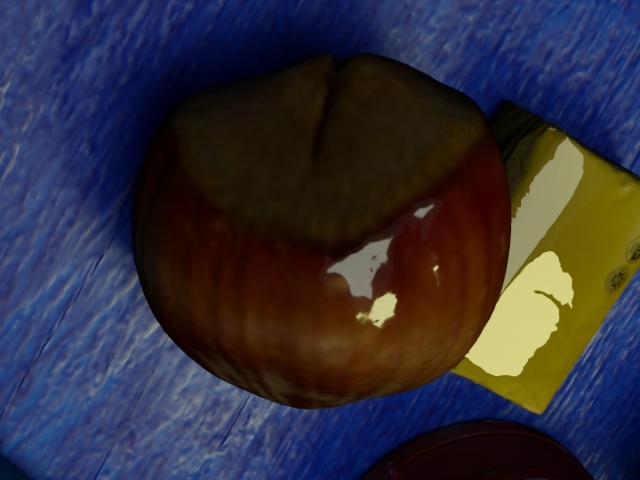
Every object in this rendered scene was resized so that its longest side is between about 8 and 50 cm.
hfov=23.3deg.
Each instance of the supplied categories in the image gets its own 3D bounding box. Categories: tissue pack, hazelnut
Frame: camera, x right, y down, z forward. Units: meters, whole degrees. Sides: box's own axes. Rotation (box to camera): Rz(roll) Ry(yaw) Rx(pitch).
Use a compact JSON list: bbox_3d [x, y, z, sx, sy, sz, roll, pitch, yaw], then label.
[{"bbox_3d":[0.129,0.012,0.978,0.120,0.082,0.169,27,103,-27],"label":"tissue pack"},{"bbox_3d":[0.000,-0.002,0.880,0.212,0.181,0.181,6,72,4],"label":"hazelnut"}]

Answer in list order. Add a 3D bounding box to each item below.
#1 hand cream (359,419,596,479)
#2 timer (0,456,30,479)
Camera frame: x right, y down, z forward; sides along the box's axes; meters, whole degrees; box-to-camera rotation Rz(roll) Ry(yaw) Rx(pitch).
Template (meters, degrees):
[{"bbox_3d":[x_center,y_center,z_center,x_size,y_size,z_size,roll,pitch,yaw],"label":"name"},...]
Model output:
[{"bbox_3d":[0.119,0.250,1.050,0.230,0.149,0.230,-7,113,-16],"label":"hand cream"},{"bbox_3d":[-0.264,0.280,0.944,0.309,0.115,0.340,-44,121,0],"label":"timer"}]
